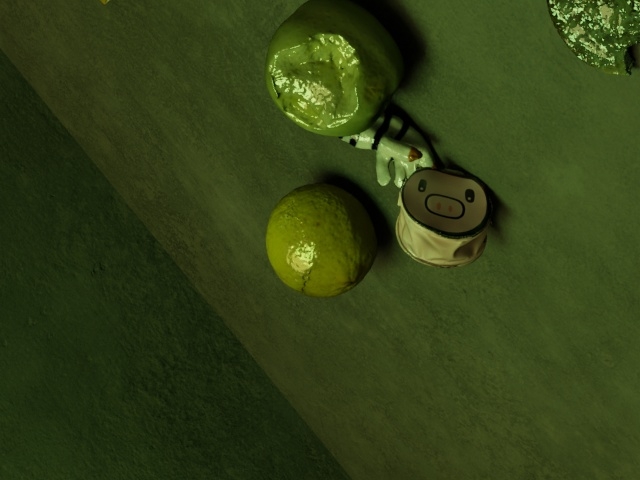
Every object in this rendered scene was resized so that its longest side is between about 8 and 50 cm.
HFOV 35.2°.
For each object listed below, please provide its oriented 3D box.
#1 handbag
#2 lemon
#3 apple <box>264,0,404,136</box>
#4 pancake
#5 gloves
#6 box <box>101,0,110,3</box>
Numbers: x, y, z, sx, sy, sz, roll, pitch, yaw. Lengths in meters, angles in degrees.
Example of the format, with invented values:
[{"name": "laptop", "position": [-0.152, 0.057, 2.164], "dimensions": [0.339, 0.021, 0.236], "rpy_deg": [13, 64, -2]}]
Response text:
[{"name": "handbag", "position": [0.254, -0.048, 2.080], "dimensions": [0.205, 0.179, 0.116], "rpy_deg": [11, 150, 0]}, {"name": "lemon", "position": [0.001, 0.001, 2.440], "dimensions": [0.293, 0.293, 0.293], "rpy_deg": [37, 151, 25]}, {"name": "apple", "position": [0.027, -0.336, 1.988], "dimensions": [0.279, 0.279, 0.279], "rpy_deg": [37, 151, 25]}, {"name": "pancake", "position": [0.448, -0.365, 1.534], "dimensions": [0.253, 0.037, 0.253], "rpy_deg": [36, 149, 25]}, {"name": "gloves", "position": [0.149, -0.203, 2.135], "dimensions": [0.219, 0.131, 0.140], "rpy_deg": [19, 150, -6]}, {"name": "box", "position": [-0.408, -0.706, 2.138], "dimensions": [0.214, 0.283, 0.259], "rpy_deg": [49, 154, 6]}]
